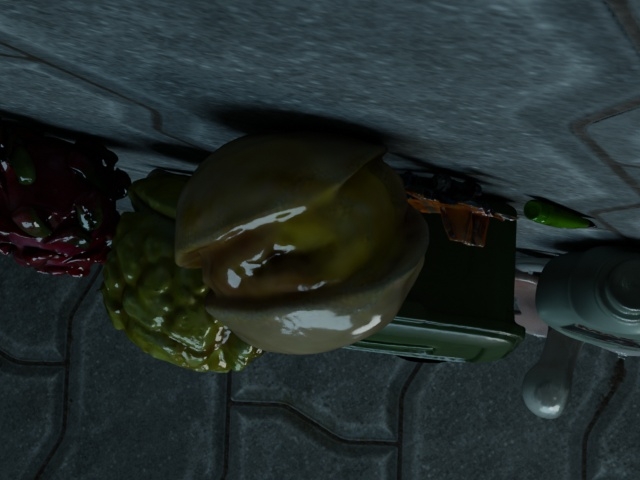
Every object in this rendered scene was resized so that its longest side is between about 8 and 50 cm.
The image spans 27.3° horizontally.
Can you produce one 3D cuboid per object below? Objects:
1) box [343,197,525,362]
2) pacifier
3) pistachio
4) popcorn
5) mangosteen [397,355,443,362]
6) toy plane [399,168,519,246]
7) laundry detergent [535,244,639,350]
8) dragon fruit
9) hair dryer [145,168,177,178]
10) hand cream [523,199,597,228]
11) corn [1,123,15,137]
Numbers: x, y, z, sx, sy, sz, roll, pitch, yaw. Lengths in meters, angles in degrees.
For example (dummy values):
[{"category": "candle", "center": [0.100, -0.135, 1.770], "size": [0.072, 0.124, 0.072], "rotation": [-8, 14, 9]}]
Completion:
[{"category": "box", "center": [0.069, 0.034, 1.520], "size": [0.328, 0.178, 0.253], "rotation": [6, 171, 2]}, {"category": "pacifier", "center": [0.403, 0.139, 2.123], "size": [0.332, 0.273, 0.220], "rotation": [12, -167, 22]}, {"category": "pistachio", "center": [-0.021, -0.005, 1.263], "size": [0.230, 0.230, 0.309], "rotation": [14, 169, -24]}, {"category": "popcorn", "center": [-0.164, 0.038, 1.736], "size": [0.247, 0.282, 0.282], "rotation": [9, 178, -16]}, {"category": "mangosteen", "center": [0.163, 0.052, 1.777], "size": [0.211, 0.211, 0.250], "rotation": [14, 150, -29]}, {"category": "toy plane", "center": [0.112, -0.047, 1.343], "size": [0.135, 0.062, 0.188], "rotation": [14, -170, -38]}, {"category": "laundry detergent", "center": [0.419, 0.077, 1.745], "size": [0.264, 0.125, 0.398], "rotation": [13, 175, 10]}, {"category": "dragon fruit", "center": [-0.383, -0.057, 1.785], "size": [0.273, 0.198, 0.218], "rotation": [16, -177, -42]}, {"category": "hair dryer", "center": [-0.182, -0.005, 2.032], "size": [0.229, 0.267, 0.092], "rotation": [36, -132, 22]}, {"category": "hand cream", "center": [0.254, -0.025, 1.410], "size": [0.036, 0.023, 0.122], "rotation": [6, 177, 37]}, {"category": "corn", "center": [-0.448, -0.132, 1.860], "size": [0.067, 0.067, 0.206], "rotation": [11, 174, 29]}]
